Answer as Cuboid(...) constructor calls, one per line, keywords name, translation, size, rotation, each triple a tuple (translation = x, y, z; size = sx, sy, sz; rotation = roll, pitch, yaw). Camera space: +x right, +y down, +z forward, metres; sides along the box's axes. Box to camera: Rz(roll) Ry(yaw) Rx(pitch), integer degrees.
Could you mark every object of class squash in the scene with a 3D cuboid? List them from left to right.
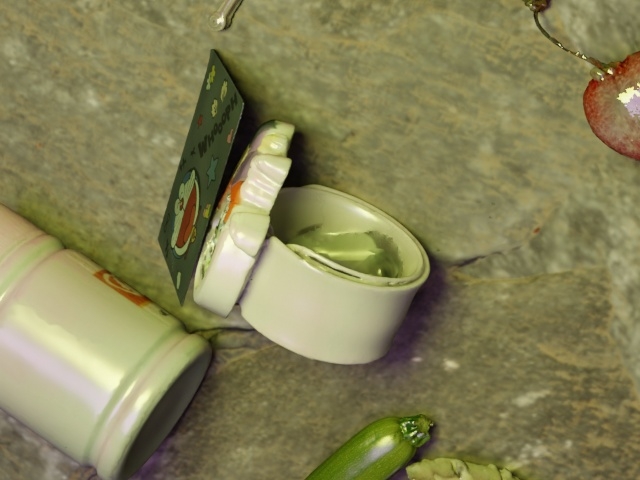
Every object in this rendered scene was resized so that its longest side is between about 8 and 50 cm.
Cuboid(name="squash", translation=(0.028, 0.278, 1.707), size=(0.069, 0.069, 0.258), rotation=(44, 114, 4))

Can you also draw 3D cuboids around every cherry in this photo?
Cuboid(name="cherry", translation=(0.294, -0.173, 1.472), size=(0.107, 0.090, 0.225), rotation=(-37, 81, 37))

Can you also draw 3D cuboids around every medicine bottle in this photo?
Cuboid(name="medicine bottle", translation=(-0.305, 0.116, 1.712), size=(0.316, 0.202, 0.202), rotation=(34, 114, 9))

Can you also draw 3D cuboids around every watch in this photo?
Cuboid(name="watch", translation=(0.000, 0.000, 1.576), size=(0.231, 0.244, 0.196), rotation=(19, 117, -7))

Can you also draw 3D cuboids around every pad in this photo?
Cuboid(name="pad", translation=(-0.135, -0.072, 1.632), size=(0.006, 0.170, 0.245), rotation=(10, 114, -20))

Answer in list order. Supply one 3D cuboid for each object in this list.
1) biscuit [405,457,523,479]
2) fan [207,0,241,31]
Cuboid(name="biscuit", translation=(0.208, 0.361, 1.652), size=(0.179, 0.084, 0.281), rotation=(-24, 95, 25))
Cuboid(name="fan", translation=(-0.039, -0.335, 1.584), size=(0.057, 0.023, 0.282), rotation=(34, 114, 0))
